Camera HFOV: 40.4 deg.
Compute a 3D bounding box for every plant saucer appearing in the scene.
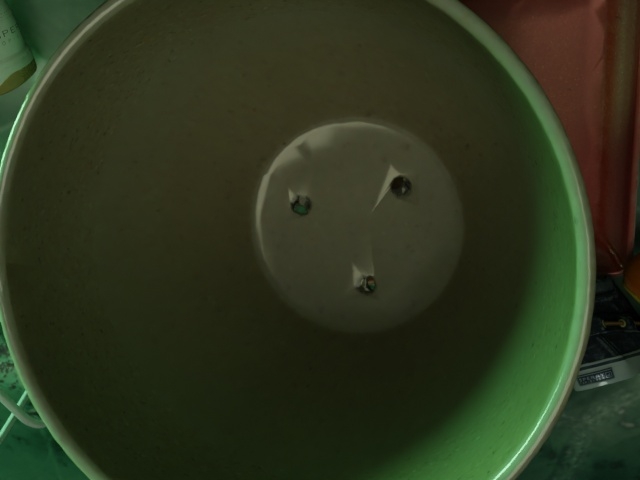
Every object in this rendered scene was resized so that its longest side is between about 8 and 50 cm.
[{"bbox_3d":[0.115,-0.084,0.689,0.259,0.048,0.258,-2,122,11],"label":"plant saucer"}]

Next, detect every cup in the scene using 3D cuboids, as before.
[{"bbox_3d":[0.000,0.000,0.565,0.331,0.237,0.331,2,98,14],"label":"cup"}]

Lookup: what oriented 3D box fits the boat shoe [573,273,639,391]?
[{"bbox_3d":[0.244,0.070,0.727,0.065,0.183,0.083,-19,80,28],"label":"boat shoe"}]

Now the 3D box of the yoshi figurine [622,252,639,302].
[{"bbox_3d":[0.364,-0.059,0.580,0.203,0.203,0.362,34,113,-1],"label":"yoshi figurine"}]

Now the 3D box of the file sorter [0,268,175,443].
[{"bbox_3d":[-0.216,0.033,0.742,0.277,0.173,0.193,-25,116,22],"label":"file sorter"}]

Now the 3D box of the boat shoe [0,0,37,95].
[{"bbox_3d":[-0.372,-0.157,0.693,0.277,0.098,0.096,-7,121,3],"label":"boat shoe"}]
